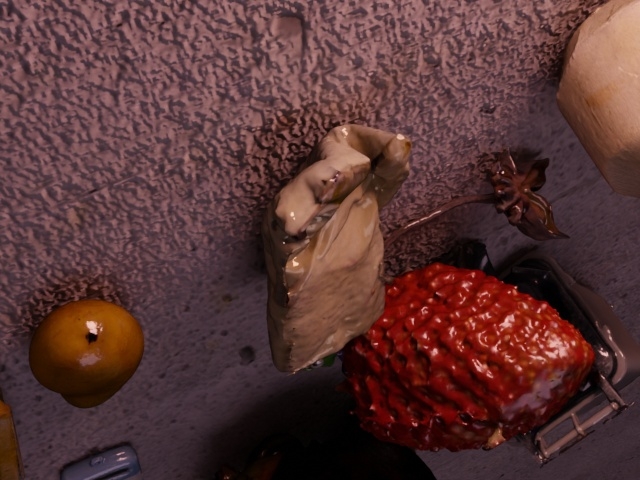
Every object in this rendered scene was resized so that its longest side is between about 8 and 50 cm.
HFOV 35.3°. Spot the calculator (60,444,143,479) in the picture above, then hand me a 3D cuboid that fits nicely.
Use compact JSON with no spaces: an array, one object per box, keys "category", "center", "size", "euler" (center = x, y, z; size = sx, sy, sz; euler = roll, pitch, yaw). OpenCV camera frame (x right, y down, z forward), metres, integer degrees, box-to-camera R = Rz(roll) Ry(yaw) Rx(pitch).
[{"category":"calculator","center":[-0.338,0.384,1.579],"size":[0.121,0.039,0.210],"euler":[-21,148,-17]}]

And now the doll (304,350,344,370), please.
[{"category":"doll","center":[0.014,0.130,1.488],"size":[0.115,0.050,0.190],"euler":[0,135,-30]}]

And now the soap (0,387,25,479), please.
[{"category":"soap","center":[-0.456,0.242,1.227],"size":[0.160,0.080,0.257],"euler":[-17,147,-23]}]

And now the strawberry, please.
[{"category":"strawberry","center":[0.188,0.176,1.355],"size":[0.292,0.292,0.343],"euler":[-17,-169,-21]}]

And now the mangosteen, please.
[{"category":"mangosteen","center":[0.016,0.501,1.670],"size":[0.421,0.381,0.381],"euler":[-12,163,36]}]

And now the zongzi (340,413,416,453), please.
[{"category":"zongzi","center":[0.053,0.391,1.856],"size":[0.242,0.112,0.221],"euler":[-20,147,0]}]

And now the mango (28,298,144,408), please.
[{"category":"mango","center":[-0.278,0.140,1.212],"size":[0.136,0.099,0.227],"euler":[-24,158,-18]}]

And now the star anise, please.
[{"category":"star anise","center":[0.199,-0.020,1.382],"size":[0.227,0.148,0.218],"euler":[-19,-164,39]}]

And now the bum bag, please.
[{"category":"bum bag","center":[0.158,0.124,1.568],"size":[0.137,0.074,0.310],"euler":[27,114,-41]}]

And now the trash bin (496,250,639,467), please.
[{"category":"trash bin","center":[0.412,0.207,1.717],"size":[0.256,0.296,0.368],"euler":[-43,153,20]}]

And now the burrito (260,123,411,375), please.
[{"category":"burrito","center":[0.002,-0.002,1.193],"size":[0.190,0.135,0.332],"euler":[-27,148,-22]}]

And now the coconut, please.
[{"category":"coconut","center":[0.416,-0.160,1.175],"size":[0.237,0.266,0.237],"euler":[-28,157,-13]}]
